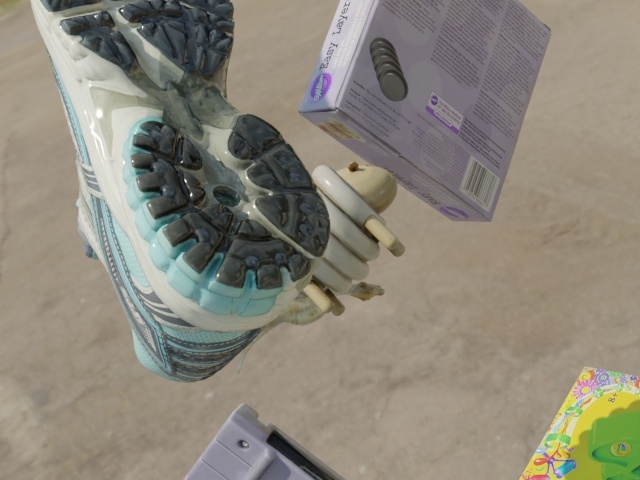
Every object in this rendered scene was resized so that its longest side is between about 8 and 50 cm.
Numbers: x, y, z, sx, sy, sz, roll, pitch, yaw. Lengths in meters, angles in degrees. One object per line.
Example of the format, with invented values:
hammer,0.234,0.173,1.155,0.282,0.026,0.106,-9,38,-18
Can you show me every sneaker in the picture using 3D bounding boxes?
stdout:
sneaker,-0.099,-0.054,0.526,0.110,0.122,0.283,2,49,-31

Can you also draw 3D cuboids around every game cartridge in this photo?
game cartridge,-0.014,0.380,1.202,0.230,0.355,0.068,-55,-3,24

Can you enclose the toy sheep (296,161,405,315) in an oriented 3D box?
toy sheep,0.000,0.000,0.688,0.132,0.091,0.091,-44,21,1

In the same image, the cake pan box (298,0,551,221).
cake pan box,0.124,-0.178,1.073,0.070,0.267,0.246,4,70,51

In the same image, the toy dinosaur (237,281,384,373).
toy dinosaur,-0.025,0.066,1.102,0.183,0.053,0.092,-27,34,9

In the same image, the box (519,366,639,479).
box,0.277,0.277,0.740,0.279,0.177,0.290,5,50,50
